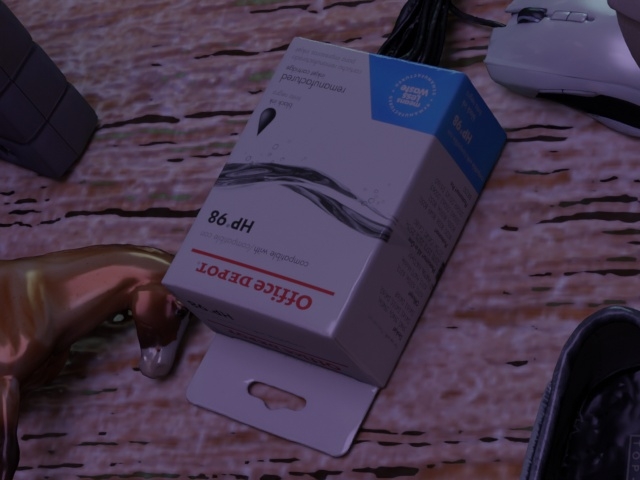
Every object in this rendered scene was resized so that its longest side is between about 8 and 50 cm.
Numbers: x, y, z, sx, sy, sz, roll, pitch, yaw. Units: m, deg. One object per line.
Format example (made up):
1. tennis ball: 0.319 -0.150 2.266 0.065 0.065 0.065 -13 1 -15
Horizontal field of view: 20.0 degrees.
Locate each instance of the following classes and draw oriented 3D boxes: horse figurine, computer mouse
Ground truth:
1. horse figurine: -0.199 0.054 0.931 0.263 0.066 0.174 16 76 32
2. computer mouse: 0.115 -0.103 0.872 0.193 0.042 0.106 20 71 35

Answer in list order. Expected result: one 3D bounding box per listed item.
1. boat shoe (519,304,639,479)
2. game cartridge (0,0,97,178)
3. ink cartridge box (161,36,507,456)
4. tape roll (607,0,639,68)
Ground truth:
1. boat shoe: 0.109 0.169 0.673 0.108 0.102 0.301 -2 61 27
2. game cartridge: -0.311 -0.152 1.008 0.355 0.230 0.068 19 72 35
3. ink cartridge box: 0.000 0.000 0.859 0.104 0.060 0.180 16 70 33
4. tape roll: 0.251 -0.131 0.689 0.246 0.246 0.169 -49 52 -6
